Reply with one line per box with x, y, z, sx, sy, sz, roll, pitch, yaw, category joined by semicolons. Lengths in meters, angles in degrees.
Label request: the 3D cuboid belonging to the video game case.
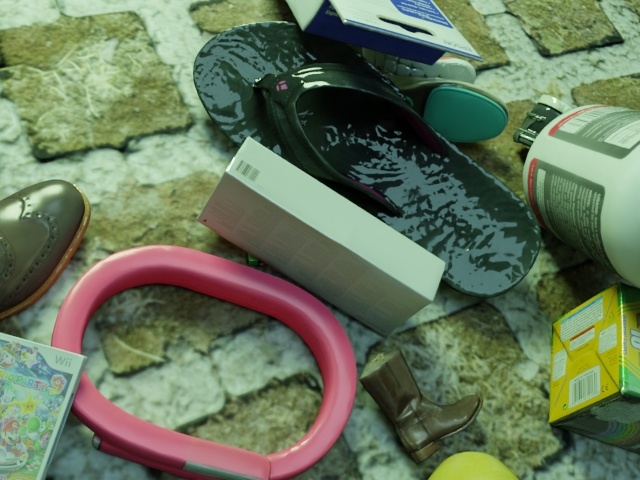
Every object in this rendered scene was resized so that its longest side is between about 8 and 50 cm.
-0.255;0.145;0.619;0.087;0.011;0.122;13;74;10;video game case

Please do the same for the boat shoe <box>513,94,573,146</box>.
0.363;-0.095;0.994;0.233;0.084;0.079;37;92;-6;boat shoe

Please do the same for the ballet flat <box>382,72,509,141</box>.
0.117;-0.178;0.940;0.248;0.086;0.086;4;61;-17;ballet flat

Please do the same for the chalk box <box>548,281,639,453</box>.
0.378;0.154;0.813;0.213;0.132;0.132;19;58;-11;chalk box

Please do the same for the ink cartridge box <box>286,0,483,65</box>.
0.041;-0.304;0.900;0.176;0.069;0.371;7;36;-26;ink cartridge box

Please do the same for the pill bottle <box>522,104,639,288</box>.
0.355;-0.043;0.791;0.176;0.318;0.176;-2;106;-7;pill bottle

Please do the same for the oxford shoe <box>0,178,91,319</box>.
-0.308;0.024;0.652;0.097;0.098;0.271;39;56;4;oxford shoe

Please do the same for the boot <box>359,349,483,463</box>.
0.102;0.149;0.755;0.106;0.037;0.114;-33;91;-29;boot

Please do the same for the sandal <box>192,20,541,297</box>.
0.059;-0.105;0.821;0.446;0.107;0.167;34;86;0;sandal

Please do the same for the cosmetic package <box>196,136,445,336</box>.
0.000;0.000;0.765;0.239;0.099;0.060;32;50;-9;cosmetic package

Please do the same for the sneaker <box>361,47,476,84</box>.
0.128;-0.239;0.998;0.158;0.061;0.065;18;31;-11;sneaker

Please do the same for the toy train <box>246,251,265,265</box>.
-0.072;-0.011;0.808;0.024;0.017;0.083;-3;63;-10;toy train

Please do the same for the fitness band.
-0.105;0.117;0.707;0.291;0.054;0.209;20;55;-10;fitness band

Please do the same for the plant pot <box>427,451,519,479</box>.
0.142;0.254;0.685;0.134;0.134;0.095;22;32;-7;plant pot
